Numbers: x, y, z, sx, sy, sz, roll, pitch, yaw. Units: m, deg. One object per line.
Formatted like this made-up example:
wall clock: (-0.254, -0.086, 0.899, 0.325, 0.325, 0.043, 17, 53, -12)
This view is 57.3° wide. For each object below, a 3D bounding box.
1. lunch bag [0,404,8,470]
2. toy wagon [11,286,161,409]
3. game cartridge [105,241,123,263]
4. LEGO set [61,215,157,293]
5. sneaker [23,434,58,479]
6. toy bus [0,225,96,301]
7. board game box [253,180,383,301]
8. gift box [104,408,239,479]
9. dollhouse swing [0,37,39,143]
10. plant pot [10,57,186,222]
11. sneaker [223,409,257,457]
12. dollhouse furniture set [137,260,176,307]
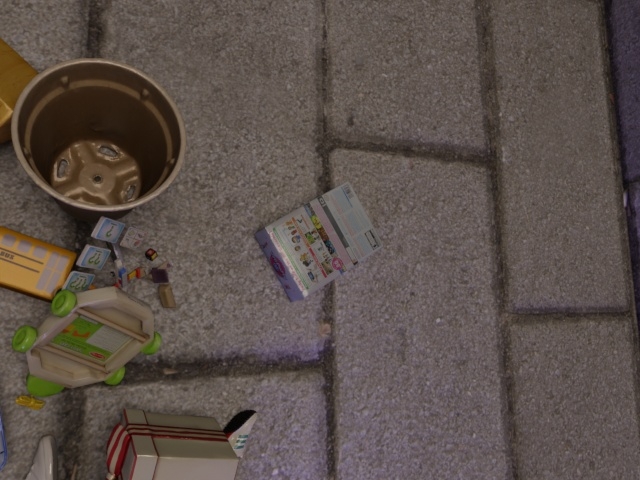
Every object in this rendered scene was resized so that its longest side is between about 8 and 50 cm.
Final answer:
lunch bag: (-0.795, 0.404, 1.155, 0.303, 0.115, 0.243, -6, 85, -44)
toy wagon: (-0.538, 0.242, 1.297, 0.344, 0.068, 0.267, -40, 137, 7)
game cartridge: (-0.504, 0.019, 1.428, 0.017, 0.056, 0.083, -21, 90, -35)
LEGO set: (-0.451, 0.057, 1.326, 0.060, 0.244, 0.182, 27, 87, 17)
sneaker: (-0.625, 0.535, 1.273, 0.094, 0.080, 0.212, 2, 81, -14)
toy bus: (-0.670, 0.058, 1.313, 0.333, 0.108, 0.130, 23, 70, -20)
board game box: (0.000, 0.000, 1.655, 0.303, 0.097, 0.224, -30, 94, -28)
gift box: (-0.362, 0.533, 1.306, 0.258, 0.276, 0.255, 13, 89, -27)
dollhouse swing: (-0.858, -0.317, 1.299, 0.305, 0.315, 0.347, -43, 103, 15)
plant pot: (-0.495, -0.183, 1.319, 0.334, 0.305, 0.333, 6, 74, -21)
sneaker: (-0.212, 0.508, 1.492, 0.161, 0.057, 0.075, -46, 118, -26)
dollhouse furniture set: (-0.401, 0.111, 1.489, 0.081, 0.091, 0.114, -54, 137, -64)
